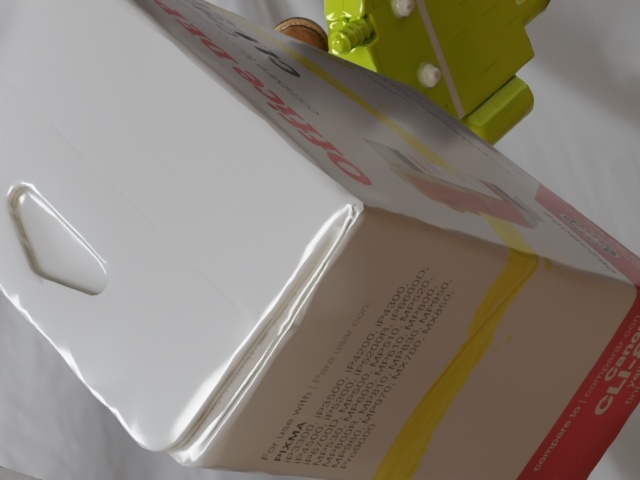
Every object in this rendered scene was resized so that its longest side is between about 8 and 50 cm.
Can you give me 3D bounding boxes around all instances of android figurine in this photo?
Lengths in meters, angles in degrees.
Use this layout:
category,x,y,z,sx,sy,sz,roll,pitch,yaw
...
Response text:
category,x,y,z,sx,sy,sz,roll,pitch,yaw
android figurine,0.096,-0.188,1.523,0.056,0.248,0.273,-4,25,41

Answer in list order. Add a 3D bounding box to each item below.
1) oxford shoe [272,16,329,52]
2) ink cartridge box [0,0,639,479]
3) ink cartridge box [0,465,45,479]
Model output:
category,x,y,z,sx,sy,sz,roll,pitch,yaw
oxford shoe,-0.049,-0.077,1.479,0.076,0.212,0.076,24,13,-1
ink cartridge box,0.000,0.000,1.051,0.385,0.279,0.160,15,-68,-54
ink cartridge box,-0.265,0.237,1.318,0.060,0.104,0.180,-90,26,-53
